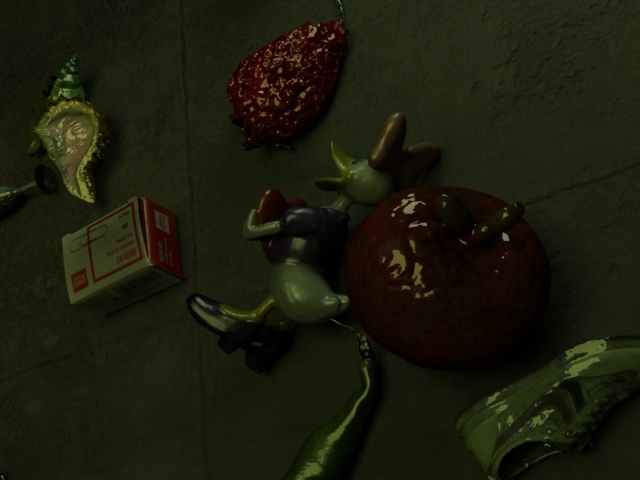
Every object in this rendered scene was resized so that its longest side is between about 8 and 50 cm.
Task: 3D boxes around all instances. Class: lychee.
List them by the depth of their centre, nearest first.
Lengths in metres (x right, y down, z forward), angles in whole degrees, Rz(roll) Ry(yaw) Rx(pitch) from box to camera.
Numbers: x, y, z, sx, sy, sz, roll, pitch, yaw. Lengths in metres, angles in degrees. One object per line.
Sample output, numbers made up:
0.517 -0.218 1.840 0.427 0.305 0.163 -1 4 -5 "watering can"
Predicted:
0.158 0.044 1.330 0.255 0.300 0.255 4 65 -9 "lychee"

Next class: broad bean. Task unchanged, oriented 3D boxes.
0.004 0.272 1.457 0.098 0.056 0.318 18 81 19 "broad bean"

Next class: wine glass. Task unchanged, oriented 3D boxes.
-0.581 -0.079 1.989 0.198 0.066 0.066 -21 61 25 "wine glass"

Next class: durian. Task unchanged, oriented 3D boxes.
-0.423 -0.154 1.911 0.140 0.078 0.224 -23 70 10 "durian"

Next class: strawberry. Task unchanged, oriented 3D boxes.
-0.048 -0.252 1.682 0.228 0.098 0.174 -36 56 18 "strawberry"

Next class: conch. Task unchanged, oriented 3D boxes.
-0.494 -0.254 2.001 0.201 0.080 0.095 -46 34 20 "conch"

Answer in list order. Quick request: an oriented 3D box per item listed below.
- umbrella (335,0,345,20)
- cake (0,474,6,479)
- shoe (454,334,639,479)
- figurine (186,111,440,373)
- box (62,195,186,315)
0.022 -0.418 1.756 0.022 0.022 0.148 -21 65 -2 "umbrella"
-0.687 0.515 1.665 0.307 0.314 0.293 -28 60 19 "cake"
0.292 0.201 1.275 0.275 0.103 0.098 -35 57 25 "shoe"
-0.006 0.002 1.519 0.193 0.154 0.420 32 92 33 "figurine"
-0.323 0.027 1.750 0.182 0.099 0.133 -24 61 25 "box"
